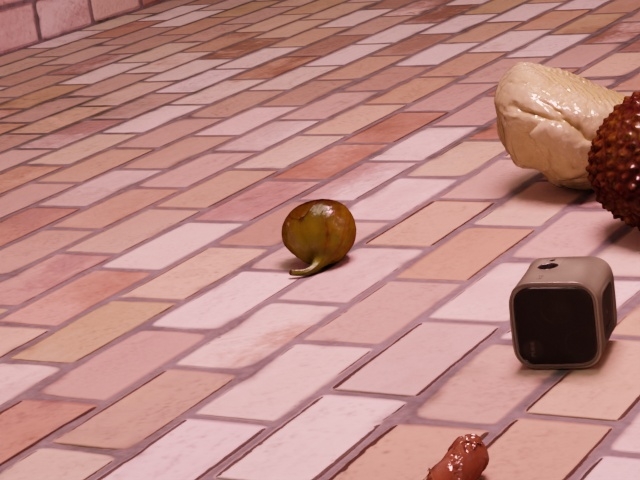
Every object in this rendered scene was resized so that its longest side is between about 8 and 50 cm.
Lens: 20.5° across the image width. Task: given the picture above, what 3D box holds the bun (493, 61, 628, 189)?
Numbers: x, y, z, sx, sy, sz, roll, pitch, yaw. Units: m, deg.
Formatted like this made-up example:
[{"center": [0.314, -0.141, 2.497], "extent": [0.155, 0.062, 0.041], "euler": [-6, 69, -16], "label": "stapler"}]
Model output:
[{"center": [0.311, -0.131, 2.198], "extent": [0.220, 0.134, 0.220], "euler": [19, 17, -6], "label": "bun"}]

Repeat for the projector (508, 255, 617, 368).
[{"center": [0.224, 0.066, 1.635], "extent": [0.083, 0.083, 0.082], "euler": [-1, 17, 20], "label": "projector"}]

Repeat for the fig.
[{"center": [0.000, 0.000, 2.025], "extent": [0.084, 0.082, 0.098], "euler": [4, 53, -12], "label": "fig"}]

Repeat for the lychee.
[{"center": [0.383, -0.092, 1.964], "extent": [0.188, 0.188, 0.188], "euler": [-7, 16, 2], "label": "lychee"}]

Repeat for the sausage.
[{"center": [0.088, 0.191, 1.350], "extent": [0.036, 0.042, 0.158], "euler": [38, 34, 12], "label": "sausage"}]
